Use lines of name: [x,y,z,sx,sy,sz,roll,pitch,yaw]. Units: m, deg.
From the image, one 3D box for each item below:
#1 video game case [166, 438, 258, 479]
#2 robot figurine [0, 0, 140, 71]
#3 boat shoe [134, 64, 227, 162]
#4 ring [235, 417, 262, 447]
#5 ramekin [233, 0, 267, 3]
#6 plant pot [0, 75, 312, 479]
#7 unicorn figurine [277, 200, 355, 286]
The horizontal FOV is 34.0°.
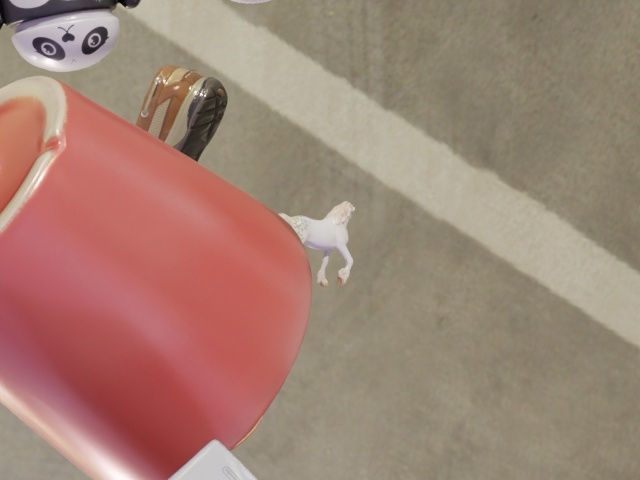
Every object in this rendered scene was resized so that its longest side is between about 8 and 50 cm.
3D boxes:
video game case: [-0.141,0.269,0.664,0.061,0.244,0.269,40,152,18]
robot figurine: [-0.405,-0.397,1.590,0.209,0.173,0.278,-6,100,32]
boat shoe: [-0.263,-0.119,1.612,0.120,0.122,0.324,30,95,14]
ring: [-0.239,0.196,1.469,0.336,0.336,0.032,25,126,12]
ramekin: [-0.073,-0.477,1.550,0.277,0.277,0.135,-40,72,38]
plant pot: [-0.180,0.022,0.809,0.275,0.275,0.243,-15,137,33]
unicorn figurine: [0.000,0.000,1.282,0.060,0.162,0.111,-4,79,39]
